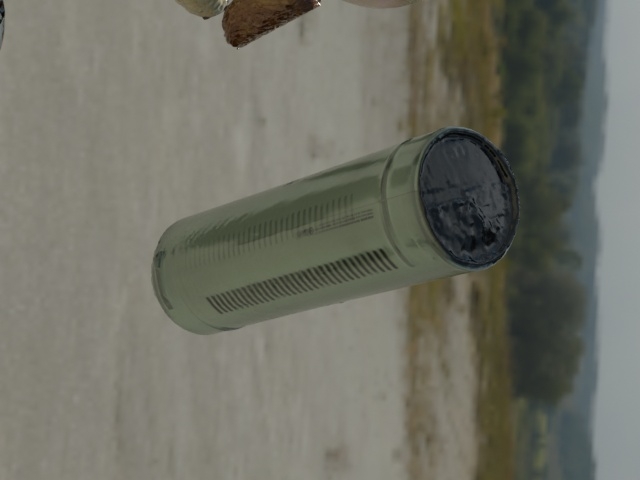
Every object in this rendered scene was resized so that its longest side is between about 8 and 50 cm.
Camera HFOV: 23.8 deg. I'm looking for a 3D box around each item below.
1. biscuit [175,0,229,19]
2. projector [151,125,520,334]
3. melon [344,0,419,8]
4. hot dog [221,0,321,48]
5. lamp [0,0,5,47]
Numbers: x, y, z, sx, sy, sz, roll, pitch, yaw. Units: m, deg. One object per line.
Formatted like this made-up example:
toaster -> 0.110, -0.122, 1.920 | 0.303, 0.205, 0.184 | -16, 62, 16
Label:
biscuit -> -0.158, -0.297, 1.517 | 0.055, 0.061, 0.219 | -42, 145, -3
projector -> 0.000, 0.000, 1.189 | 0.108, 0.337, 0.108 | 11, 73, -38
melon -> 0.058, -0.341, 1.492 | 0.317, 0.223, 0.223 | -105, -163, -76
hot dog -> -0.036, -0.168, 1.087 | 0.058, 0.083, 0.035 | -41, 105, -48
lamp -> -0.407, -0.213, 1.309 | 0.303, 0.257, 0.303 | 50, 31, -46
